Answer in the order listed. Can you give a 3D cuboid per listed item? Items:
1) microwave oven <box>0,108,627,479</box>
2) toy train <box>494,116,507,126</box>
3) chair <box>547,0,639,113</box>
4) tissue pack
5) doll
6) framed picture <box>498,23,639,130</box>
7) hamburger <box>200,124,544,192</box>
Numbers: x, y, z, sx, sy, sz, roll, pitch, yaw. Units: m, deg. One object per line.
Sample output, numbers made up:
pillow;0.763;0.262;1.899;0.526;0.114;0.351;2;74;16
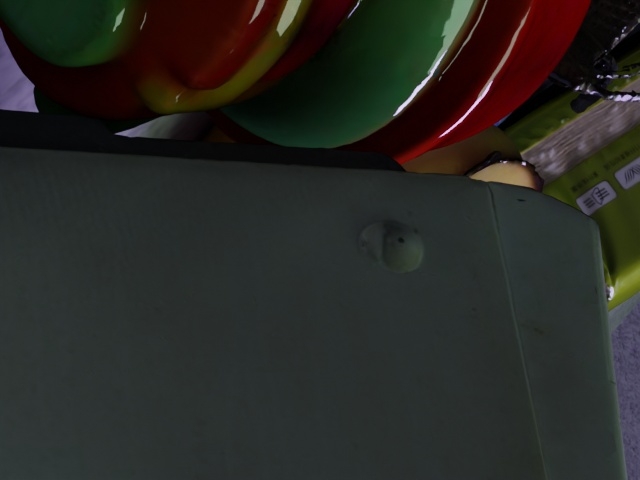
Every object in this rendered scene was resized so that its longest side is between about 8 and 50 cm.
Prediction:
microwave oven;-0.099;0.145;0.647;0.333;0.247;0.394;4;150;-20
toy train;0.104;-0.083;1.230;0.252;0.048;0.055;-45;168;-2
chair;0.145;-0.154;0.927;0.149;0.174;0.213;-45;178;14
tissue pack;0.254;-0.055;1.392;0.274;0.167;0.200;-33;173;-22
doll;0.024;-0.115;0.680;0.183;0.160;0.363;-59;162;23
framed picture;0.277;-0.180;1.404;0.255;0.014;0.338;-38;173;41
hamburger;0.000;0.000;0.964;0.237;0.149;0.237;-40;156;-22
